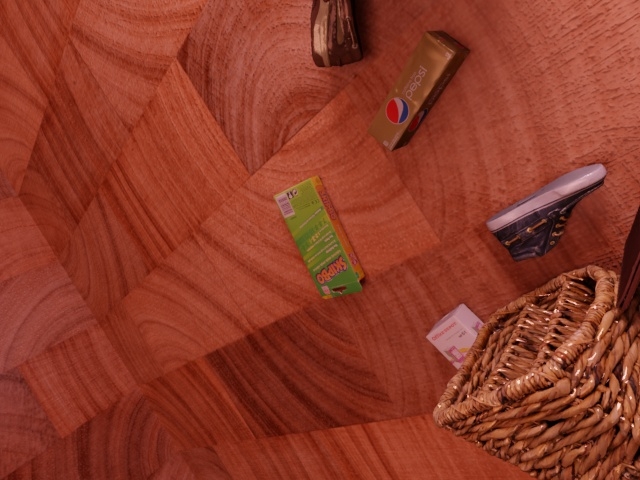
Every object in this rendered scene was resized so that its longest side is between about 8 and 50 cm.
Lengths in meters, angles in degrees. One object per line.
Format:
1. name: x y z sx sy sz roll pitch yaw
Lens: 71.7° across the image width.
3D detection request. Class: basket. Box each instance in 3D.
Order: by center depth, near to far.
1. basket: 0.315 0.144 0.592 0.223 0.299 0.213 24 126 29

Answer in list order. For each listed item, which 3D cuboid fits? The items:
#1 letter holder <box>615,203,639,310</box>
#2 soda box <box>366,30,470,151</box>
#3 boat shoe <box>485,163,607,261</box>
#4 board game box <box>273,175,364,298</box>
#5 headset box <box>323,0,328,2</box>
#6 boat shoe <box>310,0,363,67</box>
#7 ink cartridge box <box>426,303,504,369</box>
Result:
1. letter holder: 0.434 -0.068 0.449 0.152 0.214 0.301 18 122 31
2. soda box: 0.150 -0.232 0.699 0.058 0.061 0.181 44 132 14
3. boat shoe: 0.342 -0.036 0.649 0.083 0.065 0.183 54 139 1
4. board game box: 0.000 0.000 0.957 0.124 0.039 0.259 -19 96 43
5. headset box: 0.042 -0.435 0.501 0.294 0.218 0.110 -26 74 21
6. boat shoe: 0.036 -0.411 0.697 0.095 0.095 0.257 3 114 12
7. ink cartridge box: 0.272 0.191 0.822 0.122 0.052 0.088 46 133 13
